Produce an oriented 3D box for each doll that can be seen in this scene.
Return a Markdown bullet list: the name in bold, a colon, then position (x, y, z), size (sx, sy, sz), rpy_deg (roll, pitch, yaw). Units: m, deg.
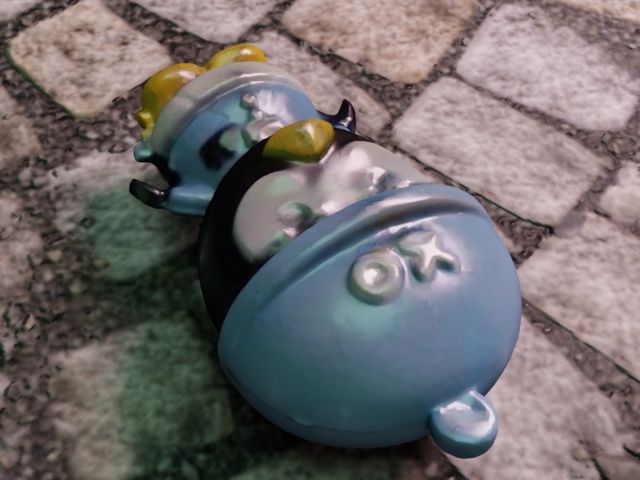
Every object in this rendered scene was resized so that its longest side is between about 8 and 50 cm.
- **doll**: position (0.000, 0.000, 0.573), size (0.177, 0.141, 0.314), rpy_deg (-24, 55, -22)
